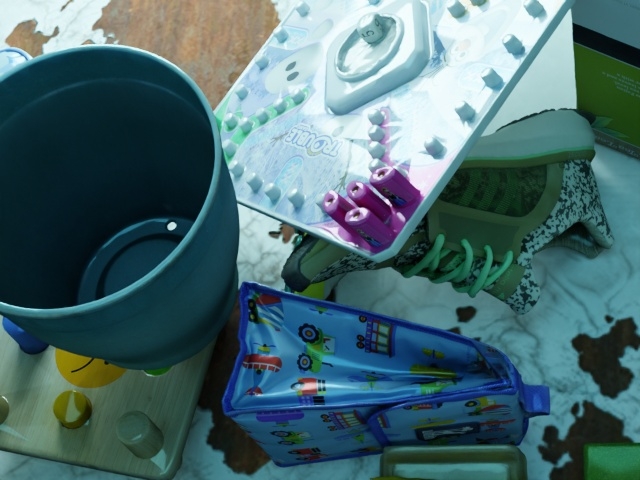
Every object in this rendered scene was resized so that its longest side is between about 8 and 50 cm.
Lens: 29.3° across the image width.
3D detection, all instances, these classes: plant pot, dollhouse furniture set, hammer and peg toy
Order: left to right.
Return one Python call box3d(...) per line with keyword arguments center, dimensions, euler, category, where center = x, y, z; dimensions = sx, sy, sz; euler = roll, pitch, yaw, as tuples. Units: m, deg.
box3d(center=(-0.236, 0.073, 1.360), dimensions=(0.266, 0.127, 0.361), euler=(7, 65, 15), category="hammer and peg toy")
box3d(center=(-0.196, -0.003, 1.171), dimensions=(0.271, 0.255, 0.272), euler=(-4, 63, 9), category="plant pot")
box3d(center=(0.190, 0.287, 1.132), dimensions=(0.301, 0.151, 0.198), euler=(-3, 81, 9), category="dollhouse furniture set")

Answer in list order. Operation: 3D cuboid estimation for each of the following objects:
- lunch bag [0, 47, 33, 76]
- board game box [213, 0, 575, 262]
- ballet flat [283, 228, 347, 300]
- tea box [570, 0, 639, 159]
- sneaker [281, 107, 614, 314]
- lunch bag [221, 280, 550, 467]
box3d(center=(-0.373, -0.119, 1.494), dimensions=(0.176, 0.090, 0.219), euler=(-37, 64, -5), category="lunch bag")
box3d(center=(0.047, -0.192, 1.211), dimensions=(0.390, 0.050, 0.390), euler=(-54, 37, -9), category="board game box")
box3d(center=(0.000, 0.000, 1.374), dimensions=(0.077, 0.077, 0.231), euler=(5, 65, -4), category="ballet flat")
box3d(center=(0.427, -0.272, 1.259), dimensions=(0.220, 0.323, 0.329), euler=(26, 75, 22), category="tea box")
box3d(center=(0.155, -0.004, 1.241), dimensions=(0.410, 0.158, 0.182), euler=(-21, 77, -28), category="sneaker")
box3d(center=(0.078, 0.144, 1.207), dimensions=(0.293, 0.221, 0.138), euler=(2, 67, 13), category="lunch bag")
